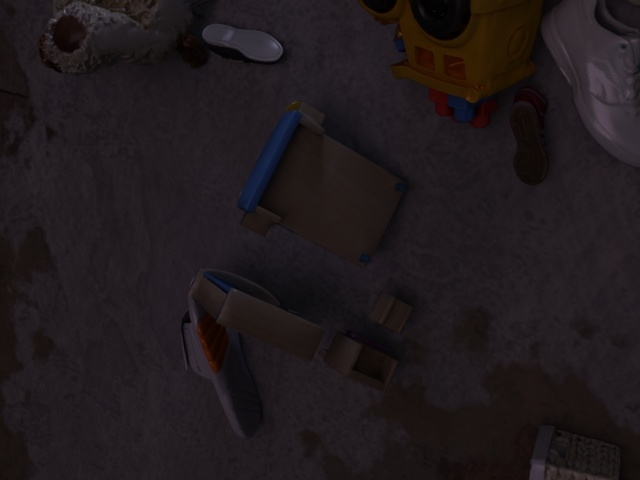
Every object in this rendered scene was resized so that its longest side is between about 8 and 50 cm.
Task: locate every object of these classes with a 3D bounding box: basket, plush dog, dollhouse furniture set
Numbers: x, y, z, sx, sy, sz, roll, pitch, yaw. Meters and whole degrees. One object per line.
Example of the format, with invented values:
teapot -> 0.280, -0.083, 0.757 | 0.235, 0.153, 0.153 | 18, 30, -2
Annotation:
basket -> 0.314, 0.336, 0.966 | 0.103, 0.113, 0.167 | 7, 104, 21
plush dog -> -0.295, -0.332, 1.105 | 0.225, 0.210, 0.263 | 21, 82, 36
dollhouse furniture set -> 0.000, 0.000, 1.066 | 0.286, 0.198, 0.304 | 26, 87, -21

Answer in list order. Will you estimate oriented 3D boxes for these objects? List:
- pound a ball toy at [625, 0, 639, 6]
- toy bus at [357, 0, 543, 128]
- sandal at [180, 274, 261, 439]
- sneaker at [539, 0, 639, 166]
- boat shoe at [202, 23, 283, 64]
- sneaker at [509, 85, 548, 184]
pound a ball toy -> 0.265, -0.395, 0.806 | 0.319, 0.208, 0.136 | 38, 101, -5
toy bus -> 0.146, -0.240, 0.907 | 0.220, 0.149, 0.212 | 30, 138, 39
sandal -> -0.168, 0.183, 1.174 | 0.076, 0.102, 0.265 | -13, 97, 25
sneaker -> 0.328, -0.182, 0.847 | 0.212, 0.080, 0.094 | 60, 143, 4
boat shoe -> -0.107, -0.268, 1.080 | 0.125, 0.038, 0.046 | 17, 66, 17
sneaker -> 0.256, -0.130, 0.935 | 0.042, 0.067, 0.118 | 0, 131, 24
